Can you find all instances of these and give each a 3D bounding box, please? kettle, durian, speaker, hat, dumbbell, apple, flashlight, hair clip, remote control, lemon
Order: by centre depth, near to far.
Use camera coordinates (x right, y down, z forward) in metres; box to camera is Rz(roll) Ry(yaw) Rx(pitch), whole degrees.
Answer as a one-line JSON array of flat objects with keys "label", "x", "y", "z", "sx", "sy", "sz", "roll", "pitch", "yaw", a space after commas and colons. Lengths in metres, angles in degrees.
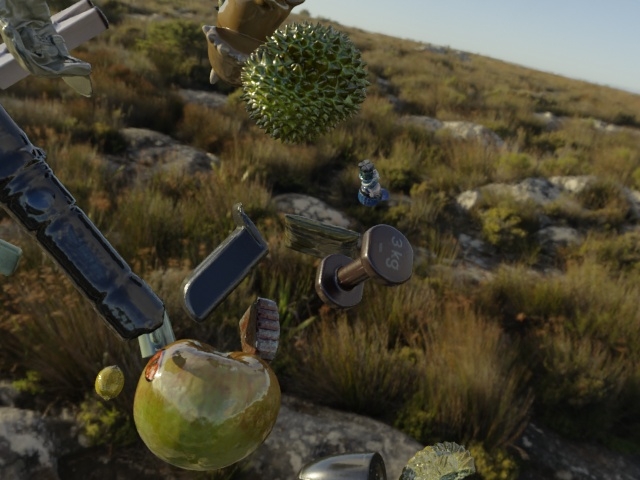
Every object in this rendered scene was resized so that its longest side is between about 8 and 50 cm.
[{"label": "flashlight", "x": -0.392, "y": -0.020, "z": 0.842, "sx": 0.424, "sy": 0.103, "sz": 0.103, "roll": 54, "pitch": 17, "yaw": -12}, {"label": "apple", "x": -0.192, "y": 0.275, "z": 0.957, "sx": 0.261, "sy": 0.194, "sz": 0.261, "roll": 14, "pitch": -4, "yaw": 1}, {"label": "durian", "x": -0.028, "y": -0.283, "z": 1.007, "sx": 0.237, "sy": 0.200, "sz": 0.176, "roll": -27, "pitch": -3, "yaw": -2}, {"label": "hat", "x": -0.567, "y": -0.377, "z": 1.143, "sx": 0.149, "sy": 0.244, "sz": 0.214, "roll": -32, "pitch": 87, "yaw": -33}, {"label": "dumbbell", "x": 0.094, "y": 0.065, "z": 1.265, "sx": 0.124, "sy": 0.225, "sz": 0.140, "roll": 26, "pitch": 57, "yaw": -24}, {"label": "hair clip", "x": -0.725, "y": -0.522, "z": 1.490, "sx": 0.331, "sy": 0.085, "sz": 0.101, "roll": -38, "pitch": 63, "yaw": -12}, {"label": "kettle", "x": -0.466, "y": 0.242, "z": 1.553, "sx": 0.098, "sy": 0.148, "sz": 0.127, "roll": -16, "pitch": -4, "yaw": 16}, {"label": "remote control", "x": -1.008, "y": 0.018, "z": 1.664, "sx": 0.233, "sy": 0.098, "sz": 0.038, "roll": 28, "pitch": 18, "yaw": -14}, {"label": "lemon", "x": -0.644, "y": 0.438, "z": 1.719, "sx": 0.082, "sy": 0.082, "sz": 0.111, "roll": 10, "pitch": 54, "yaw": -9}, {"label": "kettle", "x": 0.043, "y": 0.794, "z": 1.818, "sx": 0.290, "sy": 0.207, "sz": 0.268, "roll": -6, "pitch": -10, "yaw": 21}, {"label": "speaker", "x": -0.344, "y": 0.074, "z": 1.891, "sx": 0.184, "sy": 0.388, "sz": 0.180, "roll": 46, "pitch": -16, "yaw": -14}]

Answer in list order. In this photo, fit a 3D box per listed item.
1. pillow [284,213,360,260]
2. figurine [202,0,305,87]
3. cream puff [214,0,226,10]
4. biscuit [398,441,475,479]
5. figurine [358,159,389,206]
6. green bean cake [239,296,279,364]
[{"label": "pillow", "x": 0.000, "y": 0.000, "z": 1.545, "sx": 0.208, "sy": 0.052, "sz": 0.212, "roll": 17, "pitch": -23, "yaw": 5}, {"label": "figurine", "x": -0.147, "y": -0.424, "z": 1.169, "sx": 0.177, "sy": 0.247, "sz": 0.173, "roll": 27, "pitch": 48, "yaw": -32}, {"label": "cream puff", "x": -0.236, "y": -0.727, "z": 1.749, "sx": 0.156, "sy": 0.121, "sz": 0.156, "roll": 4, "pitch": 61, "yaw": -8}, {"label": "biscuit", "x": 0.352, "y": 0.716, "z": 1.779, "sx": 0.036, "sy": 0.273, "sz": 0.187, "roll": 53, "pitch": 12, "yaw": -14}, {"label": "figurine", "x": 0.149, "y": -0.165, "z": 1.684, "sx": 0.087, "sy": 0.149, "sz": 0.086, "roll": -31, "pitch": 46, "yaw": -9}, {"label": "green bean cake", "x": -0.210, "y": 0.329, "z": 1.934, "sx": 0.097, "sy": 0.198, "sz": 0.233, "roll": 15, "pitch": 42, "yaw": -22}]
